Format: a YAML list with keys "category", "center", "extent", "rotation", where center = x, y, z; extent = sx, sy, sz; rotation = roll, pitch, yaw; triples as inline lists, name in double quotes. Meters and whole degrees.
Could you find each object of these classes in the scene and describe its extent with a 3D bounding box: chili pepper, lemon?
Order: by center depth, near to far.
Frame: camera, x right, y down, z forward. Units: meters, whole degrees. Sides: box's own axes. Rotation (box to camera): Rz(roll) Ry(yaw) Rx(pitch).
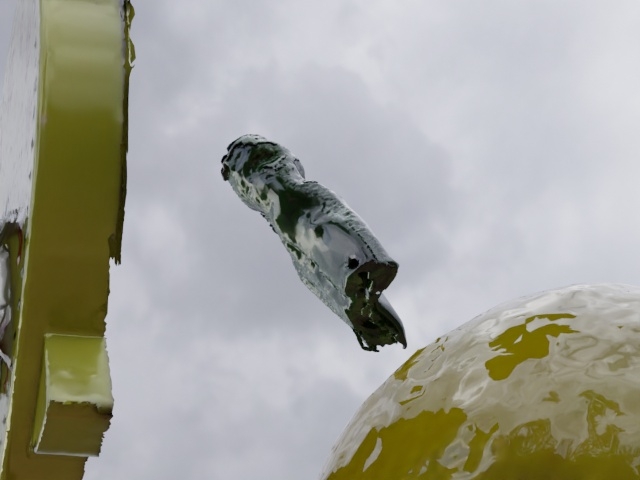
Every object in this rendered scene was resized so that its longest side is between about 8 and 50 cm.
- category: "lemon"
  center: [0.148, 0.180, 0.649]
  extent: [0.348, 0.348, 0.348]
  rotation: [-6, -49, -7]
- category: "chili pepper"
  center: [0.002, -0.001, 1.066]
  extent: [0.061, 0.224, 0.098]
  rotation: [-26, -39, -27]

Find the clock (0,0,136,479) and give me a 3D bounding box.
- category: "clock"
  center: [-0.145, 0.006, 0.642]
  extent: [0.071, 0.293, 0.277]
  rotation: [7, -40, -16]
